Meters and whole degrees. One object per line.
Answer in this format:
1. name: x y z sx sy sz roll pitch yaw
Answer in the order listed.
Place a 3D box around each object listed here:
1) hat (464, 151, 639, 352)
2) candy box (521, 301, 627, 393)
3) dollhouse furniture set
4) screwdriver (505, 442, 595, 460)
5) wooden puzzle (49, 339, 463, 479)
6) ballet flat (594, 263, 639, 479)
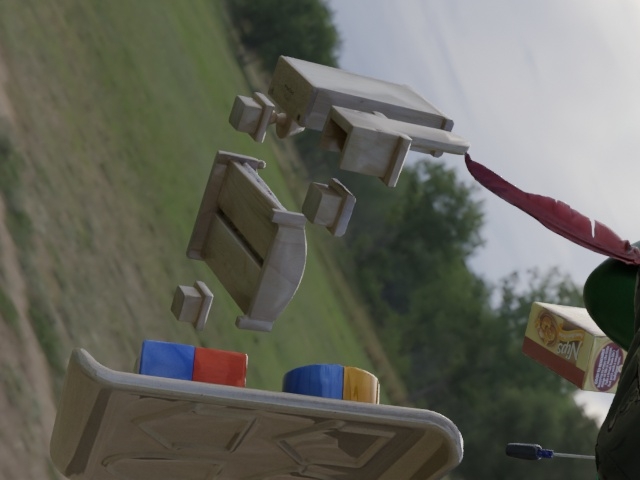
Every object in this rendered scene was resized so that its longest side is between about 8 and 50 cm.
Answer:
1. hat: 0.223 0.049 1.052 0.208 0.183 0.173 -124 -144 -58
2. candy box: 0.480 0.168 1.987 0.183 0.316 0.087 -148 -112 -67
3. dollhouse furniture set: 0.000 0.000 1.490 0.303 0.174 0.355 49 -55 57
4. screwdriver: 0.331 0.293 1.855 0.025 0.170 0.024 37 59 -45
5. wooden puzzle: -0.073 0.179 1.281 0.322 0.348 0.080 120 -20 -61
6. ballet flat: 0.243 0.060 0.841 0.280 0.095 0.096 -61 175 -48
